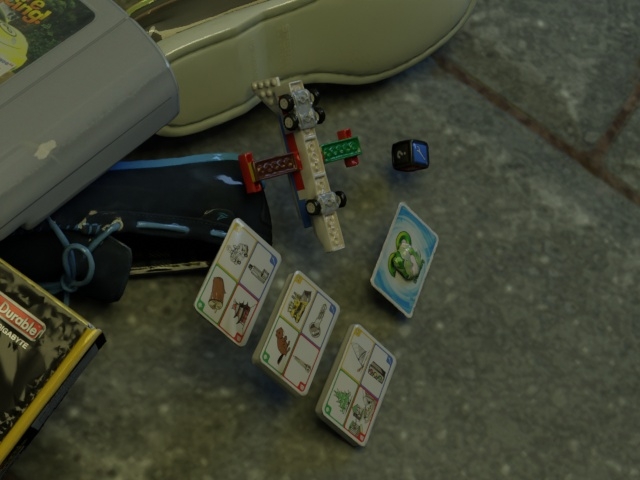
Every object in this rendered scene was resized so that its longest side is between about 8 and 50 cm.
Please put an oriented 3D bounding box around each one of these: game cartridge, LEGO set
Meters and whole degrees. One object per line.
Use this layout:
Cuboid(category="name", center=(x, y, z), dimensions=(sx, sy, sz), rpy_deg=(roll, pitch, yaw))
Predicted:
Cuboid(category="game cartridge", center=(-0.249, -0.127, 1.090), dimensions=(0.294, 0.060, 0.196), rpy_deg=(31, 52, 27))
Cuboid(category="LEGO set", center=(0.000, 0.000, 1.140), dimensions=(0.182, 0.060, 0.244), rpy_deg=(42, 55, -31))

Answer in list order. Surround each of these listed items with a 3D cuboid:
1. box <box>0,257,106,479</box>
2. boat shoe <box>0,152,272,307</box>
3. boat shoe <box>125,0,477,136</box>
Cuboid(category="box", center=(-0.337, 0.067, 0.973), dimensions=(0.322, 0.079, 0.257), rpy_deg=(36, 81, 4))
Cuboid(category="boat shoe", center=(-0.148, -0.001, 1.087), dimensions=(0.258, 0.109, 0.089), rpy_deg=(-13, 72, -19))
Cuboid(category="boat shoe", center=(-0.021, -0.169, 1.205), dimensions=(0.305, 0.109, 0.091), rpy_deg=(-20, 45, -24))
